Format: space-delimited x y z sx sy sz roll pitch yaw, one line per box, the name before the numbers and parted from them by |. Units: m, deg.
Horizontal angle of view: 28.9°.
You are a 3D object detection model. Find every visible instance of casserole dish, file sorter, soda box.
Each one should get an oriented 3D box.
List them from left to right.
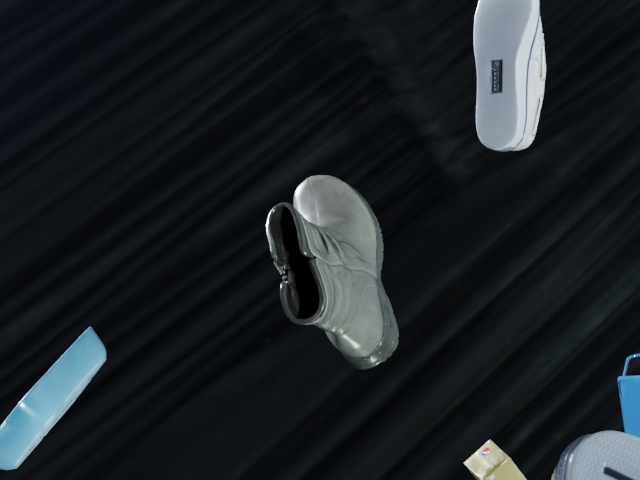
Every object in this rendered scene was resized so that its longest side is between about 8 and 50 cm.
casserole dish | -0.266 0.158 1.216 0.037 0.188 0.114 39 118 -2
soda box | 0.303 0.399 1.955 0.181 0.058 0.061 51 174 -30
file sorter | 0.524 0.263 1.866 0.118 0.104 0.170 -5 107 22

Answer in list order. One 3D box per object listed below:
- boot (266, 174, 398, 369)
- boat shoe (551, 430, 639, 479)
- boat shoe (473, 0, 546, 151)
boot | 0.000 0.000 1.239 0.161 0.083 0.246 44 -157 -49
boat shoe | 0.326 0.243 0.997 0.302 0.109 0.094 31 167 6
boat shoe | 0.282 -0.260 1.776 0.096 0.088 0.267 0 91 39
